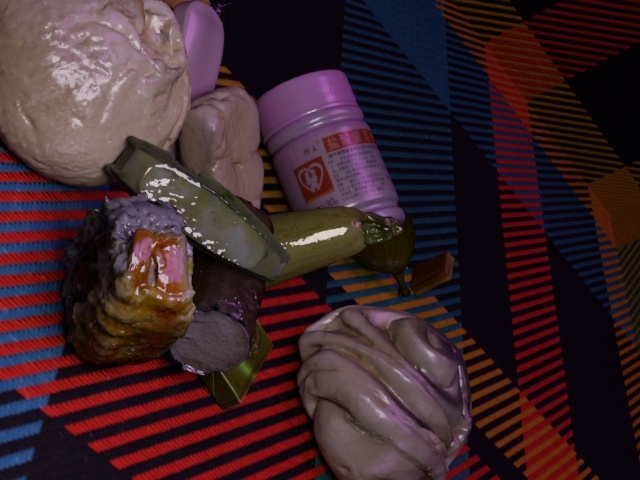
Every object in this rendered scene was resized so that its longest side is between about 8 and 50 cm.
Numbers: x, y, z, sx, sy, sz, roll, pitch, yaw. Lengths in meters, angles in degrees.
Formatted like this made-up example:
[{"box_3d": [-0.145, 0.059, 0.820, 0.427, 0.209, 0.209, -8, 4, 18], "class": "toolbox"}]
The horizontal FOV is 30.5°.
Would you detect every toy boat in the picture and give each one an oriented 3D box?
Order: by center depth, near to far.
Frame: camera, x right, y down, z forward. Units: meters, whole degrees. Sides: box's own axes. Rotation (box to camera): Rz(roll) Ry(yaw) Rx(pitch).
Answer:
[{"box_3d": [-0.158, -0.035, 1.617, 0.293, 0.093, 0.055, 36, 0, -19], "class": "toy boat"}]

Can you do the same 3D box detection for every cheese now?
[{"box_3d": [-0.162, -0.112, 1.884, 0.159, 0.093, 0.263, -41, 136, -52], "class": "cheese"}]

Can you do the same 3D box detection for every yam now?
[{"box_3d": [-0.138, 0.060, 1.725, 0.131, 0.131, 0.280, 48, 31, -28], "class": "yam"}]

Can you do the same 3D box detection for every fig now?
[{"box_3d": [0.129, 0.037, 2.405, 0.151, 0.151, 0.259, -74, 154, -55], "class": "fig"}]

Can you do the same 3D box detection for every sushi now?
[{"box_3d": [-0.254, 0.060, 1.530, 0.139, 0.274, 0.184, 8, 56, -30], "class": "sushi"}]

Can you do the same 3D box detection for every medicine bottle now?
[{"box_3d": [0.015, -0.144, 2.231, 0.202, 0.202, 0.316, -3, 69, -63], "class": "medicine bottle"}]

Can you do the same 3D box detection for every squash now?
[{"box_3d": [-0.003, -0.005, 2.045, 0.137, 0.287, 0.137, 166, -90, -86], "class": "squash"}]

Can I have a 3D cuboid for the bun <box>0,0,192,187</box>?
[{"box_3d": [-0.325, -0.256, 1.666, 0.352, 0.227, 0.349, 43, 34, -33], "class": "bun"}]

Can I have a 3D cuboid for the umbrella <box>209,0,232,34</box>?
[{"box_3d": [-0.243, -0.534, 2.249, 0.094, 0.090, 0.326, 11, 56, -55], "class": "umbrella"}]

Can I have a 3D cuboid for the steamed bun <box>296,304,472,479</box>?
[{"box_3d": [0.134, 0.265, 2.014, 0.352, 0.247, 0.339, 12, 57, -64], "class": "steamed bun"}]

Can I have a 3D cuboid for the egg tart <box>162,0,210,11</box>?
[{"box_3d": [-0.309, -0.447, 2.005, 0.294, 0.123, 0.294, 46, 27, -32], "class": "egg tart"}]

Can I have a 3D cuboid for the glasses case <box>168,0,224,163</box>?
[{"box_3d": [-0.227, -0.246, 1.901, 0.113, 0.075, 0.297, 35, 64, -56], "class": "glasses case"}]

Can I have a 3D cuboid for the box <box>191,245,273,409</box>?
[{"box_3d": [-0.193, 0.089, 1.795, 0.311, 0.043, 0.173, 57, 27, -14], "class": "box"}]

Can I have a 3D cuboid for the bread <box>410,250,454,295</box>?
[{"box_3d": [0.248, 0.072, 2.588, 0.035, 0.094, 0.090, 52, 27, -20], "class": "bread"}]
